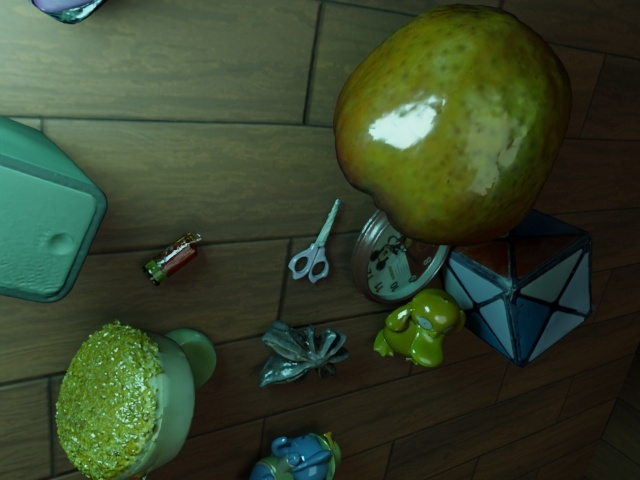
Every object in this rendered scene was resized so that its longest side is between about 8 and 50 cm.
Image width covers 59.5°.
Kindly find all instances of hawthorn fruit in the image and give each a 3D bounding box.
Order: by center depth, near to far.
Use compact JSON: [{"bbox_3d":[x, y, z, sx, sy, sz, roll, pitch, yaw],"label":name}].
[{"bbox_3d":[0.260,-0.225,1.095,0.471,0.472,0.472,-16,121,-29],"label":"hawthorn fruit"}]

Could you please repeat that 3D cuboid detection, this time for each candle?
[{"bbox_3d":[-0.285,0.032,1.096,0.130,0.052,0.052,-40,129,-13],"label":"candle"}]

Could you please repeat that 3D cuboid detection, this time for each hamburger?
[{"bbox_3d":[-0.365,0.299,1.028,0.179,0.276,0.294,11,101,-50],"label":"hamburger"}]

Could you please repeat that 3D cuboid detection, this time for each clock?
[{"bbox_3d":[0.206,0.017,1.420,0.318,0.080,0.318,-20,129,-28],"label":"clock"}]

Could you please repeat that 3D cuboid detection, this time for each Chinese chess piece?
[{"bbox_3d":[-0.295,0.258,1.198,0.144,0.058,0.144,-15,118,-29],"label":"Chinese chess piece"}]

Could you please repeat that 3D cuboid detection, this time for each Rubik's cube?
[{"bbox_3d":[0.541,0.117,1.557,0.307,0.305,0.310,-32,127,-18],"label":"Rubik's cube"}]

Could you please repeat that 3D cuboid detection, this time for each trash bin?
[{"bbox_3d":[-0.444,-0.083,0.733,0.223,0.343,0.158,20,101,-39],"label":"trash bin"}]

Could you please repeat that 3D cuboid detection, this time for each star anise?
[{"bbox_3d":[-0.040,0.273,1.359,0.257,0.111,0.198,5,125,-30],"label":"star anise"}]

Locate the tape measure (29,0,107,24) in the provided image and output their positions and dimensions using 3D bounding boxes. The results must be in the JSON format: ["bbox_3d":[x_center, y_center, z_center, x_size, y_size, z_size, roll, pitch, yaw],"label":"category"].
[{"bbox_3d":[-0.345,-0.437,0.764,0.231,0.149,0.245,-32,134,-23],"label":"tape measure"}]

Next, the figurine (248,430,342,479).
[{"bbox_3d":[-0.064,0.591,1.468,0.262,0.154,0.180,-10,129,-36],"label":"figurine"}]

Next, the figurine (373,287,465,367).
[{"bbox_3d":[0.261,0.228,1.474,0.215,0.228,0.215,3,81,-18],"label":"figurine"}]

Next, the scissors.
[{"bbox_3d":[0.000,0.000,1.301,0.110,0.021,0.212,14,104,-36],"label":"scissors"}]
